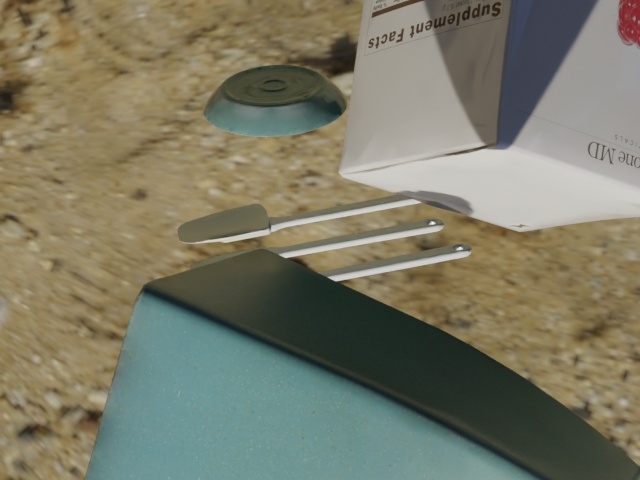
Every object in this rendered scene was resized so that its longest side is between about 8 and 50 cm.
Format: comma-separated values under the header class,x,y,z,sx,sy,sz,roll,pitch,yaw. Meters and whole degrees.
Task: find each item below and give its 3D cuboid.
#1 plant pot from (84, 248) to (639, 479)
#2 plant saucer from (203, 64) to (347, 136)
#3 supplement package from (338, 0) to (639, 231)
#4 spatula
class,x,y,z,sx,sy,sz,roll,pitch,yaw
plant pot,0.025,0.127,0.884,0.234,0.165,0.166,20,102,17
plant saucer,-0.038,-0.119,1.486,0.119,0.119,0.021,-12,119,-17
supplement package,0.149,-0.172,1.269,0.177,0.175,0.293,15,76,-34
spatula,0.000,0.000,1.589,0.242,0.168,0.019,-12,116,-5
